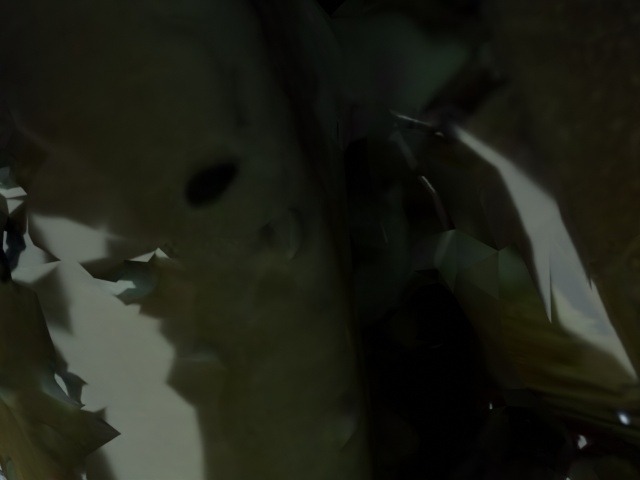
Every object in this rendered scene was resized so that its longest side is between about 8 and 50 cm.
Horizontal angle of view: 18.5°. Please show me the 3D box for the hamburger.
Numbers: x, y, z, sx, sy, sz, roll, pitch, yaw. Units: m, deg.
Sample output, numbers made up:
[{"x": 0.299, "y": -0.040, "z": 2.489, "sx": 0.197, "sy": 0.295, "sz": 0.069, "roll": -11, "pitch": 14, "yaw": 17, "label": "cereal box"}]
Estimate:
[{"x": 0.000, "y": 0.000, "z": 0.488, "sx": 0.318, "sy": 0.195, "sz": 0.277, "roll": 139, "pitch": 111, "yaw": -80, "label": "hamburger"}]
